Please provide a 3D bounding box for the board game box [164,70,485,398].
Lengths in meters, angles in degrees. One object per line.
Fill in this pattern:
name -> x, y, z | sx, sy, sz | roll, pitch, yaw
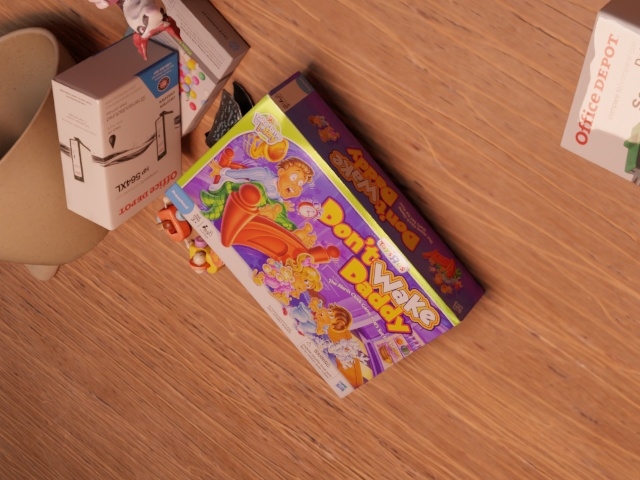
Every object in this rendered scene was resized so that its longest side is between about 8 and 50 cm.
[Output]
board game box -> 0.000, 0.000, 1.519 | 0.347, 0.078, 0.233 | 49, 131, -2

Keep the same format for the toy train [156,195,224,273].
toy train -> -0.171, -0.005, 1.748 | 0.166, 0.046, 0.125 | -4, 116, 46

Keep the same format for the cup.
cup -> -0.413, -0.096, 1.740 | 0.331, 0.331, 0.237 | 2, 147, 43

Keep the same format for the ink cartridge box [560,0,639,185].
ink cartridge box -> 0.345, -0.118, 1.129 | 0.219, 0.092, 0.160 | 30, 135, 24

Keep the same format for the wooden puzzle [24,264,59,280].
wooden puzzle -> -0.505, -0.064, 2.026 | 0.239, 0.044, 0.221 | 46, 140, 7

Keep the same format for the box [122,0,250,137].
box -> -0.184, -0.239, 1.591 | 0.145, 0.038, 0.186 | 49, 142, 4

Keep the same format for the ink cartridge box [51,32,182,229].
ink cartridge box -> -0.255, -0.138, 1.589 | 0.086, 0.148, 0.203 | 25, 135, 26

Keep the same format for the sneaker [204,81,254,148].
sneaker -> -0.114, -0.115, 1.610 | 0.089, 0.051, 0.170 | 40, 134, 13

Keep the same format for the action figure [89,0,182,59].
action figure -> -0.259, -0.379, 1.395 | 0.275, 0.248, 0.370 | 8, 121, 41
